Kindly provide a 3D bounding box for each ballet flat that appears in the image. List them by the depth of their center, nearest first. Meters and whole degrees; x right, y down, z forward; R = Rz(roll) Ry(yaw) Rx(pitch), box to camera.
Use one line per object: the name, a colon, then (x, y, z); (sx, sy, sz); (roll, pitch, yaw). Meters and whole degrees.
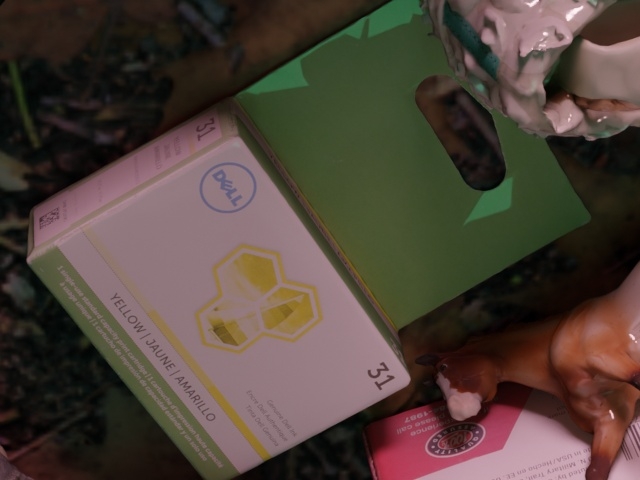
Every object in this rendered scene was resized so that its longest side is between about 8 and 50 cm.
ballet flat: (0.253, -0.103, 0.863); (0.409, 0.147, 0.147); (-8, 121, -5)

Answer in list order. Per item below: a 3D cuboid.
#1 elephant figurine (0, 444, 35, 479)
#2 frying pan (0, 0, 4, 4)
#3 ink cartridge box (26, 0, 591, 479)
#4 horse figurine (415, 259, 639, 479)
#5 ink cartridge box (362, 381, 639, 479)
elephant figurine: (-0.145, 0.181, 0.975); (0.239, 0.186, 0.169); (11, 164, 12)
frying pan: (-0.030, -0.228, 0.710); (0.053, 0.197, 0.326); (1, 101, -51)
ink cartridge box: (0.000, 0.000, 0.935); (0.235, 0.056, 0.171); (-29, 120, 11)
horse figurine: (0.182, 0.035, 0.926); (0.263, 0.174, 0.066); (-39, 113, 5)
ink cartridge box: (0.148, 0.181, 0.927); (0.207, 0.283, 0.117); (-18, 121, 3)
